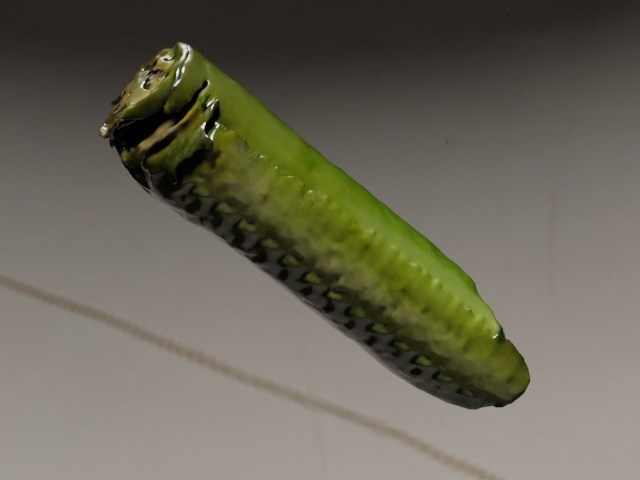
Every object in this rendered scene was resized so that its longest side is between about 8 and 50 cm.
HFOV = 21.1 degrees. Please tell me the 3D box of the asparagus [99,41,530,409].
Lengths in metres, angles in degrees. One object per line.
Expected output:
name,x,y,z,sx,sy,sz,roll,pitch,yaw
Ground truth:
asparagus,0.000,0.000,1.339,0.382,0.128,0.108,38,68,-12
